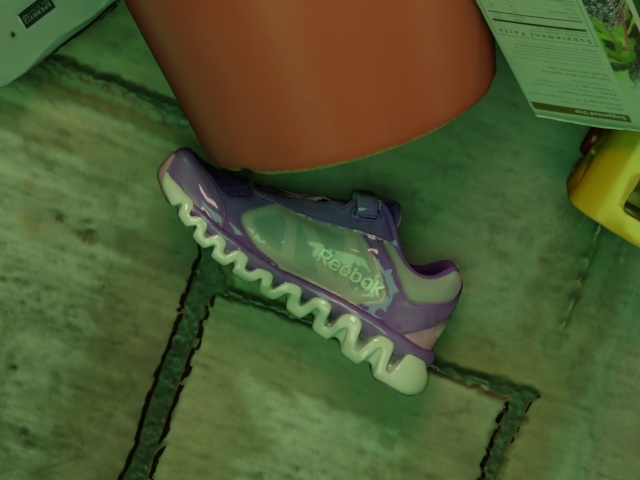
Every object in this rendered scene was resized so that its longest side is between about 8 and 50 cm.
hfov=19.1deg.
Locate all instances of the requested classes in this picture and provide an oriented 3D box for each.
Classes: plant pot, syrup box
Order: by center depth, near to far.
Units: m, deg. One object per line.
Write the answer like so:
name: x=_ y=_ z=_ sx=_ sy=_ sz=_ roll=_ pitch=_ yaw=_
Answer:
syrup box: x=0.147 y=-0.171 z=1.116 sx=0.096 sy=0.237 sz=0.093 roll=11 pitch=63 yaw=33
plant pot: x=-0.014 y=-0.188 z=1.169 sx=0.275 sy=0.275 sz=0.243 roll=-13 pitch=111 yaw=9

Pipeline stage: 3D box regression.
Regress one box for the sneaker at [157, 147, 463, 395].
sneaker: x=0.000 y=0.000 z=1.292 sx=0.236 sy=0.095 sz=0.104 roll=35 pitch=97 yaw=-8

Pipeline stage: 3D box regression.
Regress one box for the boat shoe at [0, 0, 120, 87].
boat shoe: x=-0.180 y=-0.159 z=1.288 sx=0.183 sy=0.083 sz=0.065 roll=-22 pitch=100 yaw=38

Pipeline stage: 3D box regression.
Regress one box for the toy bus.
toy bus: x=0.246 y=-0.082 z=1.234 sx=0.191 sy=0.104 sz=0.202 roll=-14 pitch=101 yaw=9
